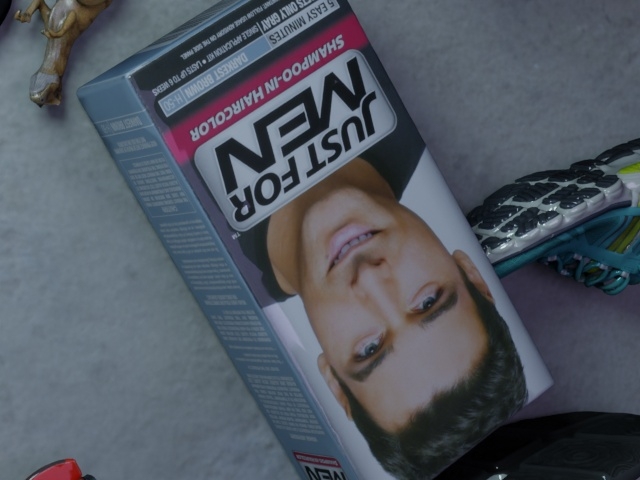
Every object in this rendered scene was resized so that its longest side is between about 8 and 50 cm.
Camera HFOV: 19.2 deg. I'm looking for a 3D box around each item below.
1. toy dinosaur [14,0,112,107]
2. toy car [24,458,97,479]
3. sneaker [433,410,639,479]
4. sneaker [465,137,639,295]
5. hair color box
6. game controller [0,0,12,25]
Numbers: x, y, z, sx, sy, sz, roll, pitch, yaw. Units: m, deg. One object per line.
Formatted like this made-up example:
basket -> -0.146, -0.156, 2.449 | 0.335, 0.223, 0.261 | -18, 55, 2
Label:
toy dinosaur -> -0.164, -0.194, 1.378 | 0.211, 0.064, 0.112 | -52, 134, -13
toy car -> -0.157, 0.299, 1.358 | 0.239, 0.053, 0.225 | 33, 75, -21
sneaker -> 0.141, 0.309, 1.422 | 0.447, 0.169, 0.257 | -30, 113, -47
sneaker -> 0.226, -0.006, 1.535 | 0.275, 0.107, 0.110 | -17, 105, -26
hair color box -> 0.000, 0.000, 1.412 | 0.185, 0.113, 0.374 | -35, 104, -24
game controller -> -0.356, -0.134, 1.278 | 0.319, 0.067, 0.166 | -43, 121, -21
